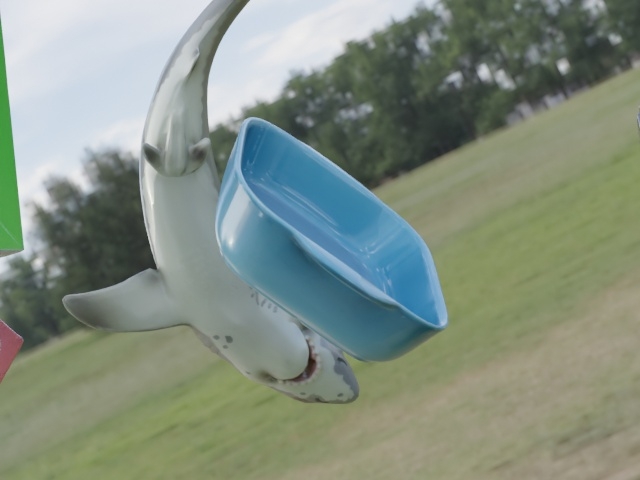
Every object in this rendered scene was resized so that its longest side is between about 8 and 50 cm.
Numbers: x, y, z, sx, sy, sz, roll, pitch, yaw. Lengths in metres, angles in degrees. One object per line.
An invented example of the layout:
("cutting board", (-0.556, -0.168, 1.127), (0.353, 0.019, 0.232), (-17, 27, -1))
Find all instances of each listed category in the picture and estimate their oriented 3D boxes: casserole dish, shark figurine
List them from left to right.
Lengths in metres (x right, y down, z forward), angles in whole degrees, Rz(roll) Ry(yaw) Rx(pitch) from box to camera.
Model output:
("shark figurine", (-0.064, -0.043, 0.824), (0.166, 0.278, 0.116), (-2, 4, 2))
("casserole dish", (0.000, 0.000, 0.628), (0.037, 0.114, 0.188), (-52, 11, 13))

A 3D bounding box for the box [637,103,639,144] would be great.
("box", (0.216, 0.054, 0.697), (0.059, 0.232, 0.183), (-15, -13, 11))

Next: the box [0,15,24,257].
("box", (-0.341, -0.100, 0.974), (0.231, 0.261, 0.127), (-13, -9, 39))

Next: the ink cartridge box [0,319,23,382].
("ink cartridge box", (-0.248, 0.101, 0.691), (0.067, 0.115, 0.198), (4, 58, 37))
